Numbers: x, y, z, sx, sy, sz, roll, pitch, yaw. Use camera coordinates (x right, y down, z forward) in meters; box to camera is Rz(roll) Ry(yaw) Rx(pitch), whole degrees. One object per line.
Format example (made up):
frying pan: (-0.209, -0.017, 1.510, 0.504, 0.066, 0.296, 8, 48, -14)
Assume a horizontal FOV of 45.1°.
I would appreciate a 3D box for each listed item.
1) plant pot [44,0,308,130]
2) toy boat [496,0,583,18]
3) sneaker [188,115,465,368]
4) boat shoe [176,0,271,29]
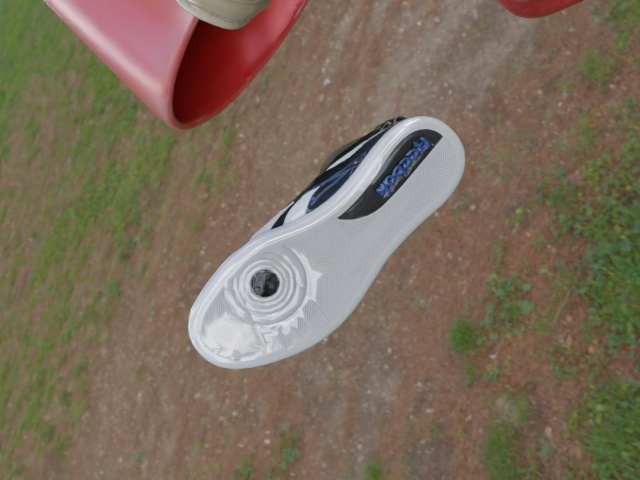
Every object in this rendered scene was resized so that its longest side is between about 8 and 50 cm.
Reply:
plant pot: (-0.149, -0.275, 0.697, 0.275, 0.243, 0.275, -54, -3, -4)
toy boat: (0.245, -0.228, 0.565, 0.151, 0.231, 0.151, 75, 170, -62)
sneaker: (0.000, 0.000, 0.542, 0.217, 0.079, 0.121, -40, 12, -4)
boat shoe: (-0.110, -0.240, 0.428, 0.302, 0.113, 0.103, 57, 142, 27)
